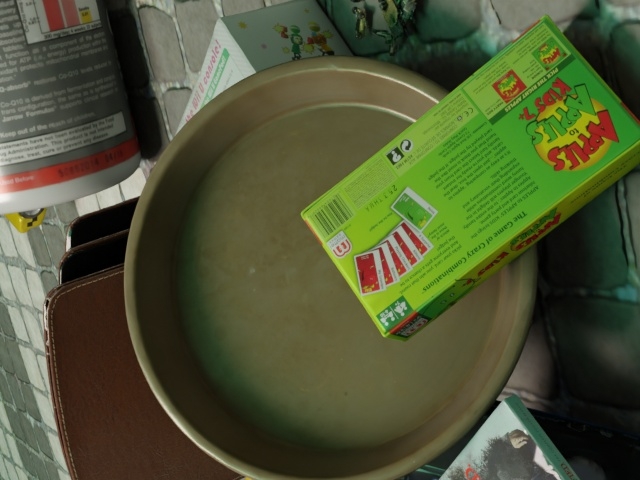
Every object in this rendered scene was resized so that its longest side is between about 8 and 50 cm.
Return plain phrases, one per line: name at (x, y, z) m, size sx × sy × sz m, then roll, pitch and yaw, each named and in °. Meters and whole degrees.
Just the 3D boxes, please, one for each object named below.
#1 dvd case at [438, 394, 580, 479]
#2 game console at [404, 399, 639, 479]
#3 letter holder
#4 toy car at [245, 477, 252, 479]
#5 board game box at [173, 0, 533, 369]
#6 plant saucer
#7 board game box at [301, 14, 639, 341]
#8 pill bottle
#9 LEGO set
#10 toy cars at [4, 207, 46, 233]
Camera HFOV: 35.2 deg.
dvd case at (0.110, 0.159, 0.594) m, size 0.087 × 0.013 × 0.119 m, roll 56°, pitch 140°, yaw 28°
game console at (0.150, 0.276, 0.638) m, size 0.250 × 0.173 × 0.293 m, roll 11°, pitch 121°, yaw 19°
letter holder at (-0.204, 0.132, 1.066) m, size 0.152 × 0.214 × 0.302 m, roll 26°, pitch 129°, yaw 48°
toy car at (-0.014, 0.236, 0.919) m, size 0.182 × 0.136 × 0.159 m, roll 87°, pitch -176°, yaw -73°
board game box at (0.000, 0.000, 0.793) m, size 0.303 × 0.097 × 0.224 m, roll 57°, pitch 146°, yaw 16°
plant saucer at (0.002, 0.020, 0.651) m, size 0.277 × 0.041 × 0.278 m, roll -2°, pitch 83°, yaw 19°
board game box at (0.088, -0.033, 0.581) m, size 0.181 × 0.043 × 0.092 m, roll -39°, pitch 70°, yaw 11°
pill bottle at (-0.325, -0.225, 1.044) m, size 0.210 × 0.210 × 0.363 m, roll 14°, pitch 119°, yaw 53°
LEGO set at (0.049, -0.159, 0.700) m, size 0.083 × 0.023 × 0.054 m, roll -134°, pitch 38°, yaw -54°
toy cars at (-0.398, -0.210, 1.290) m, size 0.176 × 0.087 × 0.394 m, roll -16°, pitch 91°, yaw 53°
